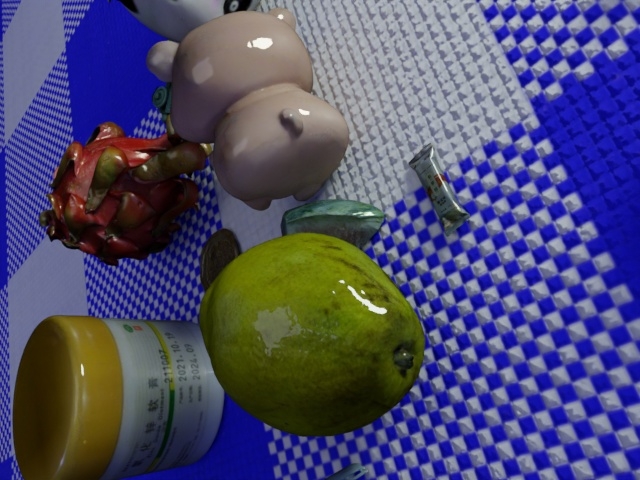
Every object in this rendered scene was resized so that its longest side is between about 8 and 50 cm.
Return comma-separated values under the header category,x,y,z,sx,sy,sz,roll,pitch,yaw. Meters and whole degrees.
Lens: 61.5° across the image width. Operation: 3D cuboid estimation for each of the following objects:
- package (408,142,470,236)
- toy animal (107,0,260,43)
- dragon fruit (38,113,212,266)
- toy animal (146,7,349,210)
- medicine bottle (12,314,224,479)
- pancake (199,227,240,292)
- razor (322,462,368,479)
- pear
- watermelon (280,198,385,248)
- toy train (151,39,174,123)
category,x,y,z,sx,sy,sz,roll,pitch,yaw
package,0.131,-0.057,0.596,0.037,0.015,0.110,-44,53,36
toy animal,-0.199,-0.464,0.836,0.251,0.251,0.309,11,80,45
dragon fruit,-0.313,-0.076,0.897,0.307,0.227,0.243,5,88,31
toy animal,-0.084,-0.164,0.692,0.221,0.210,0.229,44,147,48
medicine bottle,-0.302,0.234,0.811,0.238,0.232,0.237,-10,76,44
pancake,-0.164,0.037,0.867,0.115,0.011,0.114,-12,72,43
razor,0.035,0.328,0.599,0.040,0.068,0.135,-22,79,42
pear,-0.014,0.097,0.577,0.269,0.212,0.212,7,87,40
watermelon,-0.002,-0.009,0.695,0.180,0.081,0.094,-26,91,44
toy train,-0.241,-0.290,0.963,0.099,0.070,0.172,16,92,37
